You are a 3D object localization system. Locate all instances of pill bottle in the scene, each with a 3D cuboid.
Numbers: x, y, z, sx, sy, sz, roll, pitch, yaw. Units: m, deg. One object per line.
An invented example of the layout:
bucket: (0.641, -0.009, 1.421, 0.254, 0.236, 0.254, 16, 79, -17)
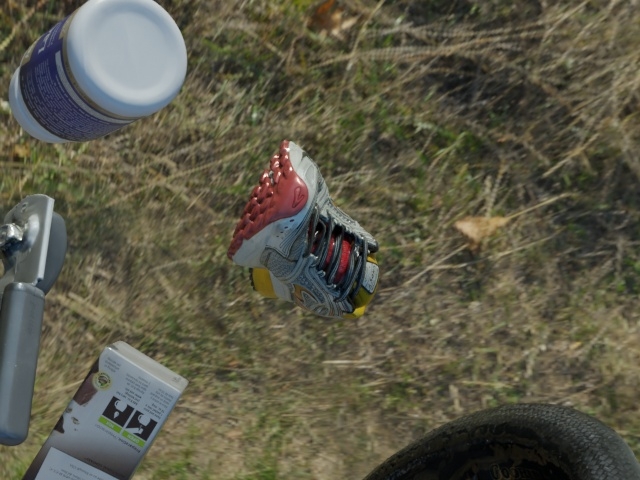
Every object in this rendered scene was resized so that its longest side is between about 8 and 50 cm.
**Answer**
pill bottle: (-0.293, -0.208, 1.386, 0.153, 0.265, 0.153, 6, 80, -34)

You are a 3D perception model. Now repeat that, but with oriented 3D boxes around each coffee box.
coffee box: (-0.301, 0.288, 1.419, 0.119, 0.168, 0.297, 31, 85, -2)

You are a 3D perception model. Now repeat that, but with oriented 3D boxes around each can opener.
can opener: (-0.304, 0.083, 1.131, 0.095, 0.076, 0.283, 35, 46, -48)

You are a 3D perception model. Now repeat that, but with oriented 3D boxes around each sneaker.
sneaker: (0.000, 0.000, 0.747, 0.093, 0.225, 0.088, 23, 80, 12)

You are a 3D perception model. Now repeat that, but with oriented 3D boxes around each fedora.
fedora: (0.105, 0.268, 0.711, 0.152, 0.334, 0.334, 42, 72, -19)
